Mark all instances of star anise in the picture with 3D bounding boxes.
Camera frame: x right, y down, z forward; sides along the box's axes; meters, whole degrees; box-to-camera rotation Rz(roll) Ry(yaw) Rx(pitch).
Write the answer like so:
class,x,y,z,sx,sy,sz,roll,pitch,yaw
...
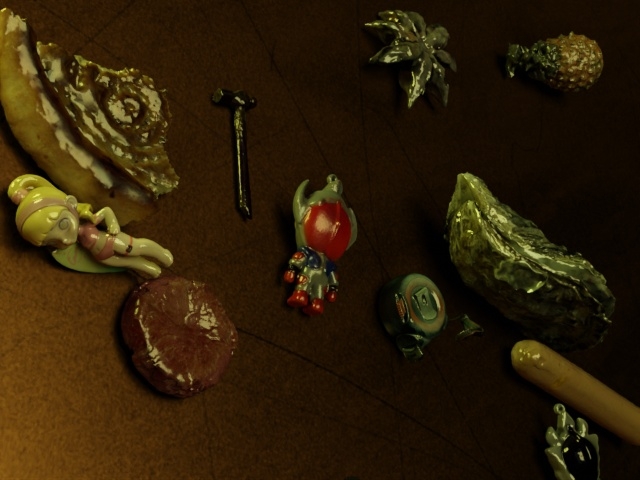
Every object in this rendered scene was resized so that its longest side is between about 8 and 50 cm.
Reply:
class,x,y,z,sx,sy,sz,roll,pitch,yaw
star anise,0.148,-0.282,1.732,0.205,0.061,0.180,-1,72,-45

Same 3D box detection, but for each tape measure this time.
class,x,y,z,sx,sy,sz,roll,pitch,yaw
tape measure,0.157,0.086,1.492,0.104,0.180,0.107,-33,96,-31

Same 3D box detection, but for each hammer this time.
class,x,y,z,sx,sy,sz,roll,pitch,yaw
hammer,-0.103,-0.110,1.440,0.065,0.021,0.178,12,66,-40

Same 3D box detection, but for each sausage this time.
class,x,y,z,sx,sy,sz,roll,pitch,yaw
sausage,0.398,0.231,1.727,0.301,0.066,0.065,34,50,-28

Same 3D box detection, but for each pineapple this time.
class,x,y,z,sx,sy,sz,roll,pitch,yaw
pineapple,0.397,-0.314,1.969,0.198,0.108,0.108,0,71,-32

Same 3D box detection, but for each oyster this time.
class,x,y,z,sx,sy,sz,roll,pitch,yaw
oyster,0.300,0.039,1.649,0.351,0.162,0.158,46,25,-21

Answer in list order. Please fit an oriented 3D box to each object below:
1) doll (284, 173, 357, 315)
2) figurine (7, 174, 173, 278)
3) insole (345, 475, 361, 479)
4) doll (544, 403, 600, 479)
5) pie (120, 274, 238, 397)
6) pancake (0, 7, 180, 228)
class,x,y,z,sx,sy,sz,roll,pitch,yaw
doll,0.000,0.001,1.458,0.104,0.062,0.194,20,65,-17
figurine,-0.248,-0.009,1.217,0.187,0.083,0.083,23,56,-28
insole,0.079,0.371,1.393,0.064,0.004,0.188,-35,96,-47
doll,0.374,0.333,1.653,0.096,0.070,0.195,-10,82,-29
pie,-0.155,0.103,1.271,0.154,0.038,0.153,23,54,-37
pancake,-0.258,-0.124,1.267,0.257,0.056,0.212,18,59,-37
